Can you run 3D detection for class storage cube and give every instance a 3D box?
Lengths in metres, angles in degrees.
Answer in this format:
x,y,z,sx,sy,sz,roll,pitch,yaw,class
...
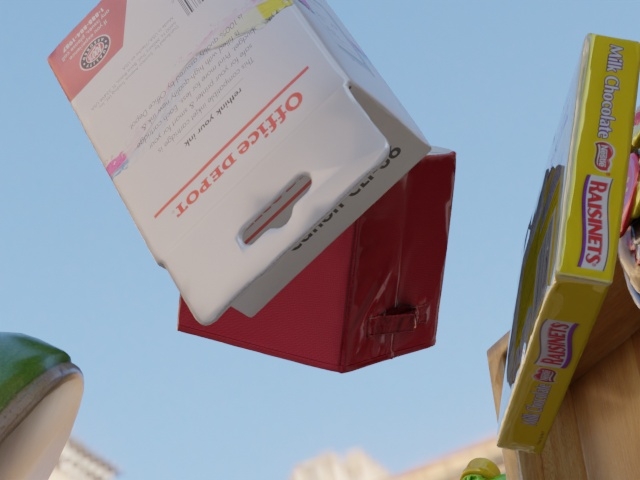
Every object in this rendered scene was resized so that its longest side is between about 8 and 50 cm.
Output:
x,y,z,sx,sy,sz,roll,pitch,yaw,class
0.000,0.000,1.824,0.215,0.193,0.184,12,12,31,storage cube

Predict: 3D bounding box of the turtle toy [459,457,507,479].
x,y,z,sx,sy,sz,roll,pitch,yaw,class
0.131,0.181,1.224,0.130,0.095,0.066,-15,-66,34,turtle toy

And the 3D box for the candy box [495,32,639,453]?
x,y,z,sx,sy,sz,roll,pitch,yaw,class
0.101,0.009,0.816,0.027,0.105,0.206,11,-23,4,candy box

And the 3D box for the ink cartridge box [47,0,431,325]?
x,y,z,sx,sy,sz,roll,pitch,yaw,class
-0.033,-0.050,0.860,0.115,0.198,0.067,-43,-43,13,ink cartridge box

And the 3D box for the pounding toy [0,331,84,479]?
x,y,z,sx,sy,sz,roll,pitch,yaw,class
-0.171,0.105,0.535,0.237,0.110,0.183,-59,-4,13,pounding toy

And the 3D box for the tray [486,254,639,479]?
x,y,z,sx,sy,sz,roll,pitch,yaw,class
0.202,0.169,1.035,0.076,0.411,0.203,24,-51,-28,tray

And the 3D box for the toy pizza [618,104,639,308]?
x,y,z,sx,sy,sz,roll,pitch,yaw,class
0.175,-0.062,0.895,0.032,0.201,0.201,16,-39,-12,toy pizza
